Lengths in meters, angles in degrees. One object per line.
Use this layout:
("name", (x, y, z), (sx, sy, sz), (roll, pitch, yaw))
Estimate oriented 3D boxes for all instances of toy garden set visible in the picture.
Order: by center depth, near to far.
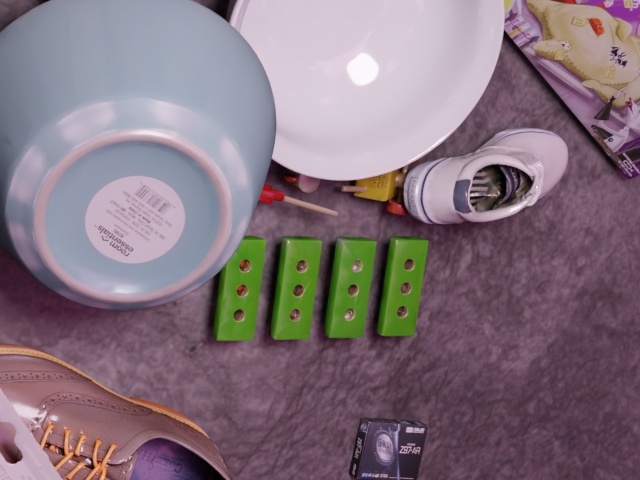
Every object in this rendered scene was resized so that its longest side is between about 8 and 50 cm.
("toy garden set", (0.000, 0.000, 2.055), (0.244, 0.049, 0.204), (1, 103, -31))

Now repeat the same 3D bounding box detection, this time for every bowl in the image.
("bowl", (-0.180, -0.060, 1.786), (0.311, 0.163, 0.312), (-6, 121, -9))
("bowl", (0.023, -0.220, 1.941), (0.297, 0.134, 0.298), (-12, 121, -20))

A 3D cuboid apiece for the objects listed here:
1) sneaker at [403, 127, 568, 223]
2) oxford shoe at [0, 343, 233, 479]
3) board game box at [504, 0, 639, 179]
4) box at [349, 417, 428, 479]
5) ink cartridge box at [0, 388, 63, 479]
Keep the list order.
("sneaker", (0.202, -0.061, 2.111), (0.258, 0.091, 0.094), (-21, 114, -45))
("oxford shoe", (-0.241, 0.190, 1.893), (0.363, 0.132, 0.130), (16, 94, -30))
("board game box", (0.335, -0.229, 2.133), (0.208, 0.056, 0.347), (-31, 124, 22))
("box", (0.077, 0.234, 2.176), (0.083, 0.018, 0.067), (8, 98, -33))
("ink cartridge box", (-0.378, 0.214, 1.825), (0.224, 0.056, 0.181), (-30, 117, -2))
